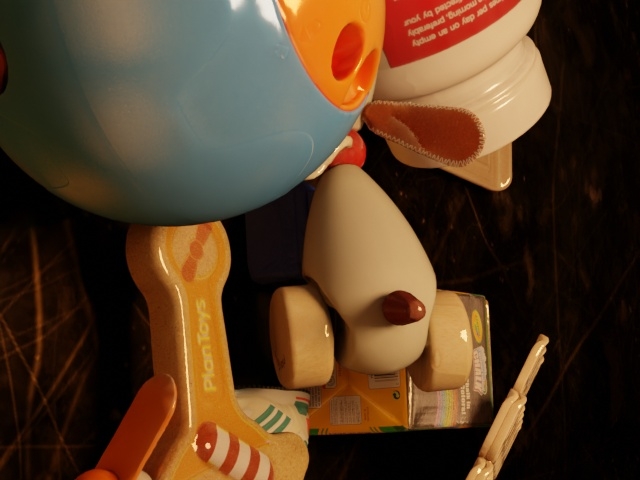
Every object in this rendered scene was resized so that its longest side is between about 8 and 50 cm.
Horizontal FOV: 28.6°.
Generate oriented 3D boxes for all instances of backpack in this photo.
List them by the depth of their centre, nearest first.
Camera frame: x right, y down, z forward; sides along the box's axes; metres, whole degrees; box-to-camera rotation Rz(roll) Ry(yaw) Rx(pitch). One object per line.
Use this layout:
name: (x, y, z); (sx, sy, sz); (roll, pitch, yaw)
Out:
backpack: (0.000, 0.000, 1.133); (0.120, 0.101, 0.098); (16, 72, -57)

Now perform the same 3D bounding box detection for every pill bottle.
pill bottle: (0.069, -0.281, 1.167); (0.407, 0.229, 0.229); (63, 39, -28)

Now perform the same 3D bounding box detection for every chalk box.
chalk box: (0.081, 0.118, 1.210); (0.213, 0.132, 0.132); (11, 74, -56)

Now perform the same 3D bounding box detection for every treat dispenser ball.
treat dispenser ball: (-0.100, -0.152, 0.838); (0.288, 0.288, 0.288); (13, 74, -55)

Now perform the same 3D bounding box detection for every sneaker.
sneaker: (-0.058, 0.163, 1.058); (0.161, 0.057, 0.075); (14, 68, -58)

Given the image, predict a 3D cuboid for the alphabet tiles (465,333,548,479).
alphabet tiles: (0.169, 0.233, 1.270); (0.278, 0.021, 0.284); (-63, 166, -10)

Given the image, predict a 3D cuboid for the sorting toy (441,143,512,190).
sorting toy: (0.154, -0.167, 1.453); (0.208, 0.038, 0.193); (14, 73, -50)

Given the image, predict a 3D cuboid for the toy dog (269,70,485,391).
toy dog: (0.032, -0.031, 0.992); (0.220, 0.161, 0.333); (-23, 82, -22)

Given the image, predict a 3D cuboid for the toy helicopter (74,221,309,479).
toy helicopter: (-0.101, 0.143, 0.906); (0.235, 0.140, 0.355); (2, 77, -47)
